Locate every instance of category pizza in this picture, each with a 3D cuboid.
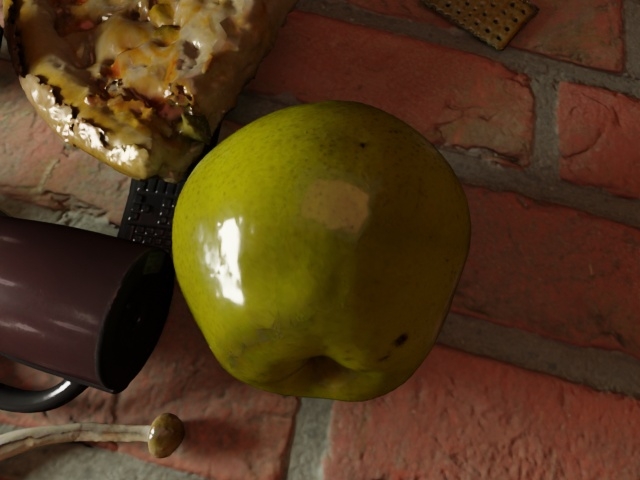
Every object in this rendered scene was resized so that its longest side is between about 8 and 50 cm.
[{"bbox_3d":[-0.231,-0.242,0.670,0.436,0.080,0.391,-4,65,8],"label":"pizza"}]

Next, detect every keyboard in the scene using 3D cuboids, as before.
[{"bbox_3d":[-0.175,-0.142,0.687,0.104,0.041,0.380,8,64,-3],"label":"keyboard"}]

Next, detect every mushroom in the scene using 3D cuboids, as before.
[{"bbox_3d":[-0.286,0.220,0.511,0.307,0.043,0.068,-14,43,-11],"label":"mushroom"}]

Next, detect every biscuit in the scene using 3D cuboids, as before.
[{"bbox_3d":[0.245,-0.396,0.870,0.203,0.016,0.144,36,66,9],"label":"biscuit"}]

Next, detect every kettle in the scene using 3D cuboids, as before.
[{"bbox_3d":[-0.291,0.070,0.539,0.233,0.144,0.201,15,95,7],"label":"kettle"}]

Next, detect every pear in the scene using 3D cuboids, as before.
[{"bbox_3d":[0.000,0.000,0.520,0.295,0.294,0.294,3,65,-6],"label":"pear"}]

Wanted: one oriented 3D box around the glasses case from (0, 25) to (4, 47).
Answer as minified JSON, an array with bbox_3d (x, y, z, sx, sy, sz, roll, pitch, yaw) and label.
[{"bbox_3d":[-0.532,-0.218,0.638,0.273,0.062,0.095,-10,65,4],"label":"glasses case"}]
